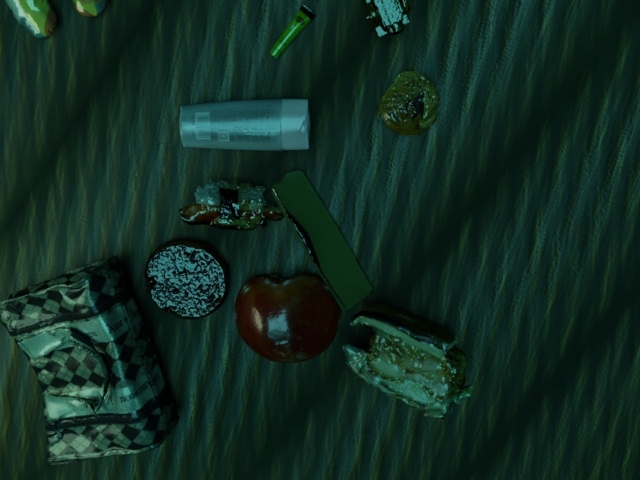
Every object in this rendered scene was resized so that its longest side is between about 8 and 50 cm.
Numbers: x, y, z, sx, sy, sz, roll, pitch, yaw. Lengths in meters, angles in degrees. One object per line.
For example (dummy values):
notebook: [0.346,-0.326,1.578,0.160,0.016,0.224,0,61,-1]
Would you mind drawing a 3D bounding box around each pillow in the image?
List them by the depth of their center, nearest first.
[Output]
pillow: [-0.545,-0.543,1.412,0.234,0.086,0.214,-18,110,7]

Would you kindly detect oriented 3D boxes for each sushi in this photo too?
sushi: [-0.187,-0.075,1.476,0.226,0.097,0.103,4,108,-12]

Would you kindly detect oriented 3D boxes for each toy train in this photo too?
toy train: [0.102,-0.507,1.349,0.090,0.137,0.225,-23,103,4]

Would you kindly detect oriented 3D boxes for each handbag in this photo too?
handbag: [-0.530,0.271,1.538,0.317,0.180,0.415,-13,102,19]

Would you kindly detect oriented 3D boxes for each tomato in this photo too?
tomato: [-0.074,0.178,1.498,0.233,0.139,0.200,-7,107,5]

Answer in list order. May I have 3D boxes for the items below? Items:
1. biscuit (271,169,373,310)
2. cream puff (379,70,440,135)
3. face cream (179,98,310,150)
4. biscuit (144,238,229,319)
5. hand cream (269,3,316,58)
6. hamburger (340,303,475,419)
biscuit: [0.000,0.000,1.490,0.099,0.038,0.322,-36,99,-30]
cream puff: [0.183,-0.279,1.408,0.120,0.104,0.133,14,101,8]
face cream: [-0.155,-0.240,1.450,0.270,0.073,0.107,-1,106,4]
biscuit: [-0.296,0.085,1.541,0.192,0.049,0.192,-1,105,-2]
hand cream: [-0.060,-0.430,1.431,0.036,0.023,0.122,40,97,-1]
hamburger: [0.199,0.253,1.482,0.288,0.192,0.167,24,97,25]
